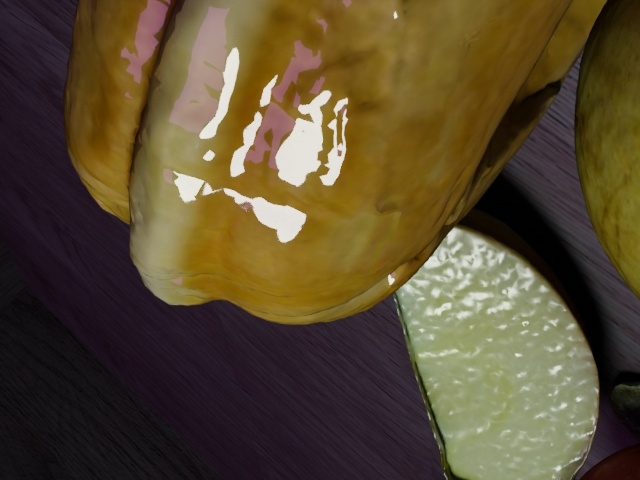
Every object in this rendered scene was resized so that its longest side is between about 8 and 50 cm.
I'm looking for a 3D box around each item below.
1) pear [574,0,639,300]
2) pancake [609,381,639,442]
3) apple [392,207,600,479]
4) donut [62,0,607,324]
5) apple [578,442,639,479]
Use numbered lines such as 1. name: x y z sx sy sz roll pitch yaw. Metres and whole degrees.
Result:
1. pear: 0.274 -0.045 0.557 0.304 0.304 0.304 41 158 21
2. pancake: 0.326 0.179 1.224 0.116 0.022 0.129 46 159 6
3. apple: 0.145 0.091 1.227 0.254 0.179 0.346 7 126 46
4. donut: 0.049 -0.155 0.632 0.198 0.449 0.449 33 157 8
5. apple: 0.327 0.309 1.152 0.260 0.216 0.260 30 154 17
